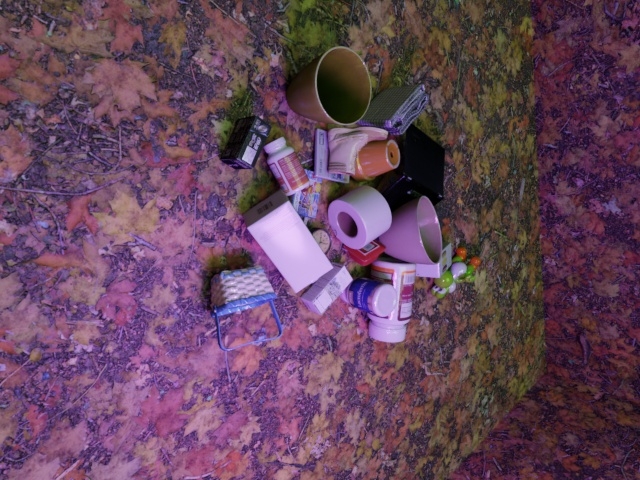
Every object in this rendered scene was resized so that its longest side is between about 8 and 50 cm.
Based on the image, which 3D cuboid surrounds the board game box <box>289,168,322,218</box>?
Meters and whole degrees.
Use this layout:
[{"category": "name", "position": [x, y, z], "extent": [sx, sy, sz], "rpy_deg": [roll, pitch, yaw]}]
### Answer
[{"category": "board game box", "position": [-0.066, -0.204, 1.822], "extent": [0.136, 0.035, 0.201], "rpy_deg": [10, 91, -39]}]

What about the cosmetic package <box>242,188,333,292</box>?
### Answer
[{"category": "cosmetic package", "position": [-0.128, 0.007, 1.694], "extent": [0.197, 0.155, 0.365], "rpy_deg": [-32, 120, -1]}]

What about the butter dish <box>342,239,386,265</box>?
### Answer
[{"category": "butter dish", "position": [0.210, 0.065, 2.032], "extent": [0.160, 0.160, 0.118], "rpy_deg": [-28, 137, -31]}]

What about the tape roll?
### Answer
[{"category": "tape roll", "position": [0.175, -0.106, 1.896], "extent": [0.169, 0.246, 0.246], "rpy_deg": [-32, 116, -30]}]

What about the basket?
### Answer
[{"category": "basket", "position": [-0.285, 0.253, 1.596], "extent": [0.254, 0.201, 0.289], "rpy_deg": [-4, 68, -37]}]

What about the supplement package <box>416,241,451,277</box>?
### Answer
[{"category": "supplement package", "position": [0.620, 0.101, 2.302], "extent": [0.244, 0.134, 0.139], "rpy_deg": [-27, 115, -55]}]

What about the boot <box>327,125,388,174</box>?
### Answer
[{"category": "boot", "position": [0.159, -0.382, 1.811], "extent": [0.262, 0.095, 0.203], "rpy_deg": [0, 87, 6]}]

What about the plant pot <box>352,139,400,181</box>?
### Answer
[{"category": "plant pot", "position": [0.250, -0.380, 1.918], "extent": [0.205, 0.188, 0.205], "rpy_deg": [3, 86, -50]}]

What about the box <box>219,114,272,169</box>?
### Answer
[{"category": "box", "position": [-0.278, -0.360, 1.559], "extent": [0.077, 0.147, 0.180], "rpy_deg": [29, 78, -38]}]

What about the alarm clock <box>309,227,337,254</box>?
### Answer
[{"category": "alarm clock", "position": [0.000, 0.000, 1.888], "extent": [0.192, 0.064, 0.129], "rpy_deg": [-26, 112, -29]}]

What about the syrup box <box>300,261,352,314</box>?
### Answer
[{"category": "syrup box", "position": [0.030, 0.217, 1.926], "extent": [0.237, 0.096, 0.093], "rpy_deg": [-47, 124, -23]}]

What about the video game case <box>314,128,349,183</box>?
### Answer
[{"category": "video game case", "position": [0.053, -0.373, 1.874], "extent": [0.193, 0.023, 0.212], "rpy_deg": [6, 83, -39]}]

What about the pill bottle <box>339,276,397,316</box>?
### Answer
[{"category": "pill bottle", "position": [0.217, 0.255, 1.973], "extent": [0.153, 0.264, 0.153], "rpy_deg": [-6, 99, -37]}]

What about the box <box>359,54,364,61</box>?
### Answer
[{"category": "box", "position": [0.151, -0.730, 1.919], "extent": [0.164, 0.021, 0.201], "rpy_deg": [-27, 112, -32]}]

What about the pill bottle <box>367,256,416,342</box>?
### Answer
[{"category": "pill bottle", "position": [0.350, 0.291, 2.108], "extent": [0.224, 0.224, 0.392], "rpy_deg": [0, 99, -38]}]

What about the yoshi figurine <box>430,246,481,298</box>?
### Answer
[{"category": "yoshi figurine", "position": [0.784, 0.186, 2.470], "extent": [0.362, 0.203, 0.203], "rpy_deg": [-41, 104, -24]}]

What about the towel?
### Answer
[{"category": "towel", "position": [0.339, -0.596, 1.956], "extent": [0.284, 0.235, 0.121], "rpy_deg": [-52, 130, -20]}]

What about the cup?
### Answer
[{"category": "cup", "position": [0.424, -0.032, 2.048], "extent": [0.331, 0.237, 0.331], "rpy_deg": [24, 61, -53]}]

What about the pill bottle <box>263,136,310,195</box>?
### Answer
[{"category": "pill bottle", "position": [-0.139, -0.298, 1.686], "extent": [0.121, 0.121, 0.216], "rpy_deg": [-35, 106, -29]}]

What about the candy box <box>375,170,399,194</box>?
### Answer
[{"category": "candy box", "position": [0.334, -0.254, 2.135], "extent": [0.105, 0.027, 0.206], "rpy_deg": [45, 70, -30]}]

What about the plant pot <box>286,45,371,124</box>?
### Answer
[{"category": "plant pot", "position": [0.000, -0.584, 1.649], "extent": [0.274, 0.293, 0.275], "rpy_deg": [-8, 102, -37]}]

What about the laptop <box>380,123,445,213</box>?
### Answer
[{"category": "laptop", "position": [0.437, -0.311, 2.116], "extent": [0.382, 0.236, 0.408], "rpy_deg": [17, 130, -44]}]
